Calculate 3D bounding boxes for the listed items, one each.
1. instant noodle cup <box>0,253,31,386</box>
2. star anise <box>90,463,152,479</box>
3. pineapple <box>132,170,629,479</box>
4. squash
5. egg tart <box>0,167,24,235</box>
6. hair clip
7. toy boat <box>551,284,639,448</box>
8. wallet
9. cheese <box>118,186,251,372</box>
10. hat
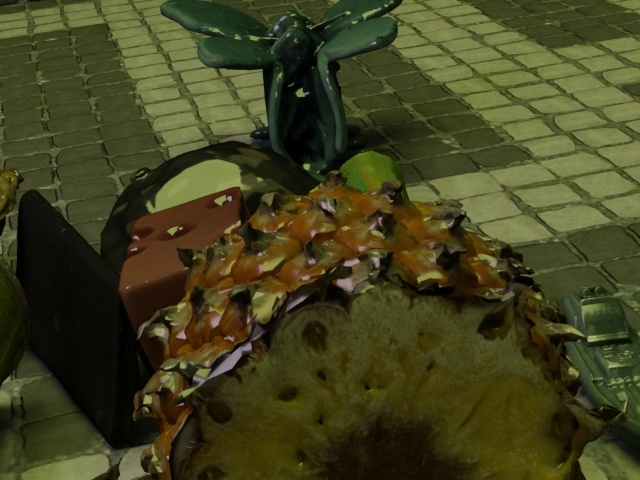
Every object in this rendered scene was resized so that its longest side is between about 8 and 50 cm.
[{"bbox_3d":[-0.409,0.122,1.094,0.264,0.264,0.200,-6,34,-1],"label":"instant noodle cup"},{"bbox_3d":[-0.198,0.248,0.927,0.182,0.065,0.195,-27,31,14],"label":"star anise"},{"bbox_3d":[0.028,0.125,0.892,0.352,0.352,0.300,-7,15,-2],"label":"pineapple"},{"bbox_3d":[0.072,-0.038,1.500,0.095,0.095,0.188,-7,25,-3],"label":"squash"},{"bbox_3d":[-0.472,0.035,1.359,0.341,0.129,0.341,-25,18,8],"label":"egg tart"},{"bbox_3d":[-0.025,-0.224,1.749,0.392,0.238,0.318,-7,25,-3],"label":"hair clip"},{"bbox_3d":[0.278,0.114,1.124,0.078,0.085,0.260,-7,24,-4],"label":"toy boat"},{"bbox_3d":[-0.255,0.070,1.245,0.044,0.170,0.321,-2,20,-32],"label":"wallet"},{"bbox_3d":[-0.105,0.040,1.090,0.128,0.202,0.177,-16,-11,0],"label":"cheese"},{"bbox_3d":[0.000,0.000,1.256,0.382,0.257,0.366,-11,32,29],"label":"hat"}]
